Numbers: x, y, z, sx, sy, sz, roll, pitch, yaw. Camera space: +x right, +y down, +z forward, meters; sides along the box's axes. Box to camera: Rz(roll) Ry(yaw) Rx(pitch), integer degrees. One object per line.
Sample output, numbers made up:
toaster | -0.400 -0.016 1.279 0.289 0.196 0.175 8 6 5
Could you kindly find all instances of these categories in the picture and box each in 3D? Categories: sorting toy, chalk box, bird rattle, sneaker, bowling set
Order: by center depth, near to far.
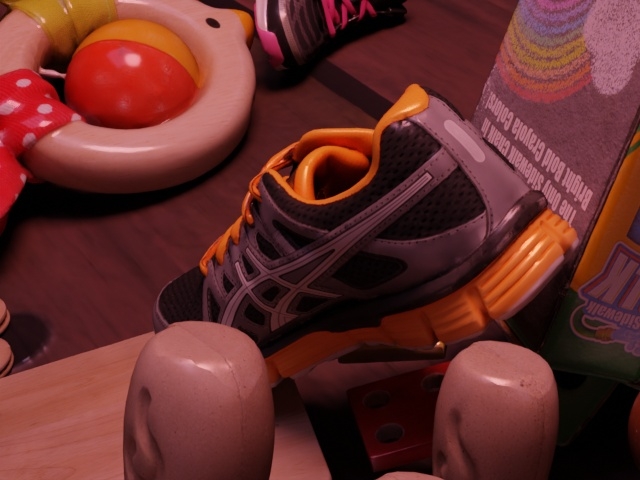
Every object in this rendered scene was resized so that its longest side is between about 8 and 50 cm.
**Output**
bowling set | 0.076 0.130 0.468 0.200 0.154 0.287 -9 26 -29
sneaker | 0.000 0.000 0.582 0.215 0.083 0.084 -20 20 46
chalk box | 0.139 -0.018 0.607 0.132 0.213 0.132 11 23 -20
sorting toy | -0.060 0.092 0.626 0.275 0.046 0.132 -17 33 -6
bird rattle | -0.142 -0.096 0.879 0.207 0.143 0.253 8 38 2
sneaker | 0.018 -0.163 0.971 0.075 0.063 0.170 -1 29 30

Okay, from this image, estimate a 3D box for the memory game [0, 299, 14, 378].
memory game | -0.244 0.073 0.752 0.186 0.012 0.186 -9 33 6
